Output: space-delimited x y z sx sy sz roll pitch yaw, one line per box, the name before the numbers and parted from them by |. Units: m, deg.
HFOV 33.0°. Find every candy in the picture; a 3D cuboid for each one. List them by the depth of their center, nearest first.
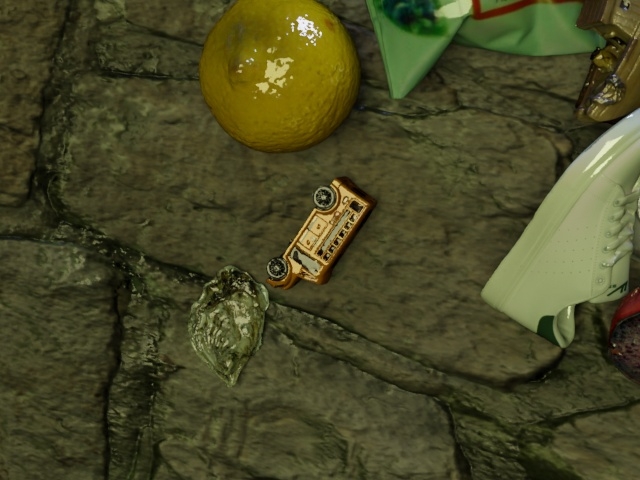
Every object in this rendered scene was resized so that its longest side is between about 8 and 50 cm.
candy | 0.248 -0.359 1.497 0.398 0.172 0.263 -13 105 -4

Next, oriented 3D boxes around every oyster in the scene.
oyster | -0.146 0.132 1.691 0.125 0.064 0.177 25 92 -4

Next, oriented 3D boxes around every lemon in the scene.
lemon | -0.057 -0.236 1.523 0.228 0.253 0.228 0 86 6

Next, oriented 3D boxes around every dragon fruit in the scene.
dragon fruit | 0.508 0.104 1.475 0.224 0.148 0.218 21 142 -3

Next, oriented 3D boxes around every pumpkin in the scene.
pumpkin | 0.401 -0.219 1.513 0.073 0.035 0.101 18 122 0

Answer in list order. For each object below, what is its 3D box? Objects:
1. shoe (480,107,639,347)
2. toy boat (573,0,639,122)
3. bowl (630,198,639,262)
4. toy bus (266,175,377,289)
shoe | 0.369 -0.001 1.456 0.160 0.132 0.363 41 126 14
toy boat | 0.409 -0.306 1.429 0.121 0.089 0.321 23 87 -17
bowl | 0.477 -0.049 1.489 0.189 0.086 0.189 2 97 15
toy bus | 0.000 0.000 1.621 0.088 0.083 0.194 36 103 8
